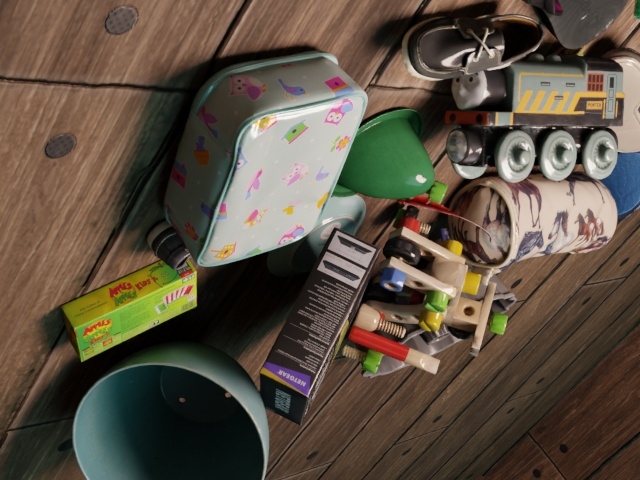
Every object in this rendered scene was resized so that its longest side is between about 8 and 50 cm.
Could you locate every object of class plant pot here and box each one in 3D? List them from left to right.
[{"bbox_3d":[-0.208,0.270,1.469,0.290,0.290,0.195,-49,-172,22],"label":"plant pot"}]

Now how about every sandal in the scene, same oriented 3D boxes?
[{"bbox_3d":[0.327,-0.357,1.246,0.167,0.107,0.446,-47,150,19],"label":"sandal"}]

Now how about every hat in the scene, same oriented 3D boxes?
[{"bbox_3d":[0.136,-0.072,1.388,0.208,0.183,0.173,-25,152,-24],"label":"hat"}]

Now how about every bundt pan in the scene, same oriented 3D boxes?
[{"bbox_3d":[0.200,0.134,1.824,0.331,0.124,0.331,-24,164,-8],"label":"bundt pan"}]

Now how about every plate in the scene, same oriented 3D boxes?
[{"bbox_3d":[0.000,0.000,1.518,0.188,0.024,0.188,-28,153,-16],"label":"plate"}]

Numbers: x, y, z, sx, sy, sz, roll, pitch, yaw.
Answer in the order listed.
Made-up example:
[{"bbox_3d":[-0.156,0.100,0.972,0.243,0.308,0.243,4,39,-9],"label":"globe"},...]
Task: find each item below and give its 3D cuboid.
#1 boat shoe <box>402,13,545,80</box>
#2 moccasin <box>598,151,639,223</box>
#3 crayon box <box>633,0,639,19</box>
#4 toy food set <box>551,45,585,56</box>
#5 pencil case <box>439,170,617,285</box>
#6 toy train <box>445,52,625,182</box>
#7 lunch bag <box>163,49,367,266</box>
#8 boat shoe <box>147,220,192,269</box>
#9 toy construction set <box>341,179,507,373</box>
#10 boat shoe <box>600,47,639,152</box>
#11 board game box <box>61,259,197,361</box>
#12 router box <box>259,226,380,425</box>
[{"bbox_3d":[0.200,-0.260,1.251,0.233,0.084,0.079,-15,-174,-38],"label":"boat shoe"},{"bbox_3d":[0.619,-0.110,2.021,0.117,0.138,0.342,-29,167,-25],"label":"moccasin"},{"bbox_3d":[0.470,-0.426,1.185,0.165,0.081,0.278,-41,139,-45],"label":"crayon box"},{"bbox_3d":[0.391,-0.285,1.544,0.083,0.020,0.082,-35,154,-6],"label":"toy food set"},{"bbox_3d":[0.406,-0.035,1.801,0.410,0.160,0.183,-7,116,-46],"label":"pencil case"},{"bbox_3d":[0.327,-0.188,1.444,0.334,0.142,0.190,-4,98,-32],"label":"toy train"},{"bbox_3d":[-0.067,-0.098,1.181,0.224,0.108,0.279,-22,151,-36],"label":"lunch bag"},{"bbox_3d":[-0.140,0.007,1.308,0.206,0.065,0.075,-5,139,-47],"label":"boat shoe"},{"bbox_3d":[0.188,0.108,1.517,0.309,0.237,0.257,-63,174,-50],"label":"toy construction set"},{"bbox_3d":[0.532,-0.265,1.696,0.112,0.095,0.335,-7,157,20],"label":"boat shoe"},{"bbox_3d":[-0.260,0.091,1.319,0.181,0.043,0.092,-26,151,-23],"label":"board game box"},{"bbox_3d":[-0.007,0.144,1.483,0.309,0.081,0.243,101,16,-71],"label":"router box"}]
